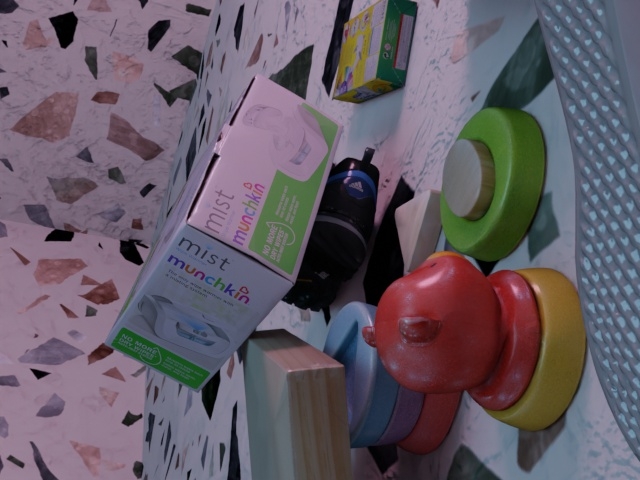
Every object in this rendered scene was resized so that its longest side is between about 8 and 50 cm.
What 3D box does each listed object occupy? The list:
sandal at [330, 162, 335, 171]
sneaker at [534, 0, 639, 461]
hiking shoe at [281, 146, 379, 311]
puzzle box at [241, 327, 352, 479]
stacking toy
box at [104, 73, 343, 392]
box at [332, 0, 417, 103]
[{"bbox_3d":[-0.015,-0.093,1.240,0.179,0.040,0.067,-124,47,-66],"label":"sandal"},{"bbox_3d":[0.196,-0.034,0.428,0.126,0.127,0.321,-132,29,-76],"label":"sneaker"},{"bbox_3d":[0.000,0.000,1.075,0.132,0.113,0.304,-65,13,-24],"label":"hiking shoe"},{"bbox_3d":[-0.018,0.299,0.811,0.272,0.052,0.409,-175,81,-76],"label":"puzzle box"},{"bbox_3d":[0.073,0.034,0.737,0.309,0.130,0.280,132,144,-59],"label":"stacking toy"},{"bbox_3d":[-0.103,-0.012,0.948,0.231,0.126,0.262,-49,17,40],"label":"box"},{"bbox_3d":[0.060,-0.231,1.081,0.179,0.043,0.105,-175,94,-70],"label":"box"}]
